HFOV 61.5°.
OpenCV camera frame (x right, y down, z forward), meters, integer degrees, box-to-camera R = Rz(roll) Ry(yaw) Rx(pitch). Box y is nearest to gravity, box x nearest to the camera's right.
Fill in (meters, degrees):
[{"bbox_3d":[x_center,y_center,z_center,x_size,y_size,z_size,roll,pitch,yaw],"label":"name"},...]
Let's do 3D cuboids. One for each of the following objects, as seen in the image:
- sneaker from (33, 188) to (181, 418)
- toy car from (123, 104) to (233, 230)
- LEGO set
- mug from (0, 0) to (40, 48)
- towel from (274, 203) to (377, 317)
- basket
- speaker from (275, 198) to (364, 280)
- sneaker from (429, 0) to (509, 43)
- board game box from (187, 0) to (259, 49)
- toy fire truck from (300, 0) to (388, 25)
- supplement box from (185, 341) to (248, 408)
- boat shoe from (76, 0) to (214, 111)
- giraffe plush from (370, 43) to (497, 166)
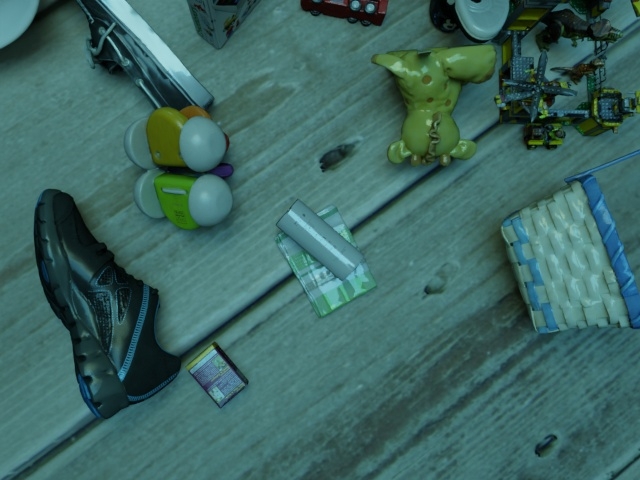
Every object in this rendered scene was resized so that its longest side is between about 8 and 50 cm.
[{"bbox_3d":[-0.323,0.079,0.799,0.140,0.125,0.340,-19,85,-32],"label":"sneaker"},{"bbox_3d":[-0.189,-0.110,0.798,0.159,0.136,0.182,7,113,28],"label":"toy car"},{"bbox_3d":[0.396,-0.320,0.828,0.255,0.192,0.331,8,86,-4],"label":"LEGO set"},{"bbox_3d":[-0.494,-0.475,0.714,0.374,0.276,0.328,-20,66,-2],"label":"mug"},{"bbox_3d":[0.010,0.032,0.859,0.113,0.023,0.152,-29,89,-5],"label":"towel"},{"bbox_3d":[0.430,0.005,0.790,0.289,0.201,0.254,-16,88,26],"label":"basket"},{"bbox_3d":[0.000,0.000,0.822,0.136,0.055,0.055,40,84,-4],"label":"speaker"},{"bbox_3d":[0.225,-0.357,0.843,0.079,0.121,0.216,3,61,-8],"label":"sneaker"},{"bbox_3d":[-0.085,-0.449,0.798,0.053,0.193,0.305,37,84,-2],"label":"board game box"},{"bbox_3d":[0.070,-0.428,0.882,0.192,0.047,0.135,10,85,-3],"label":"toy fire truck"},{"bbox_3d":[-0.157,0.204,0.823,0.055,0.043,0.083,-40,89,-6],"label":"supplement box"},{"bbox_3d":[-0.303,-0.294,0.813,0.105,0.113,0.306,-43,106,0],"label":"boat shoe"},{"bbox_3d":[0.173,-0.205,0.826,0.181,0.210,0.170,5,112,26],"label":"giraffe plush"}]
